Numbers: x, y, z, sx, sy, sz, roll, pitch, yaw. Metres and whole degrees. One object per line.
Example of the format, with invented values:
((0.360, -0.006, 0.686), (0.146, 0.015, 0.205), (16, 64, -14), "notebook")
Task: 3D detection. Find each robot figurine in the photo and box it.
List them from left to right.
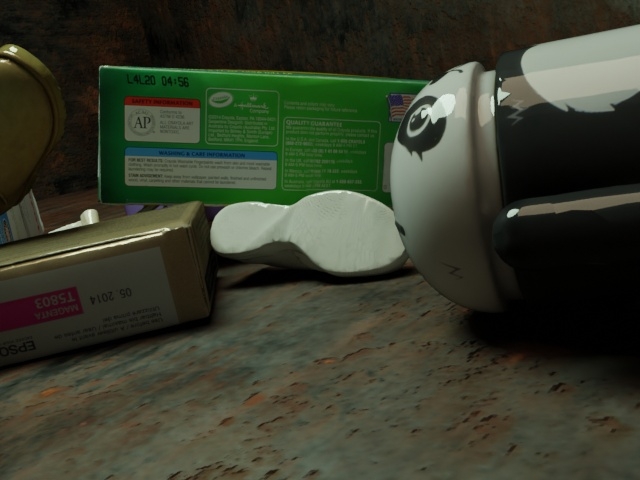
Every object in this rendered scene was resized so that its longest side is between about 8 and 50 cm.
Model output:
((0.181, -0.046, 0.438), (0.278, 0.174, 0.209), (-7, -20, 22), "robot figurine")

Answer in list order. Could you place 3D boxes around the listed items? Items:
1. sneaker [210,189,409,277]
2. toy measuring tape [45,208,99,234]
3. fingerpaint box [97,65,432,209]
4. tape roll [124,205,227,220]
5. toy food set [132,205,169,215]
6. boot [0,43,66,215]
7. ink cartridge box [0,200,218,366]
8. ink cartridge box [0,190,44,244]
((0.000, 0.000, 0.705), (0.212, 0.080, 0.094), (5, -14, 30), "sneaker")
((-0.454, 0.012, 0.903), (0.330, 0.121, 0.121), (-20, 11, -1), "toy measuring tape")
((-0.051, -0.142, 0.978), (0.444, 0.163, 0.371), (1, 9, -8), "fingerpaint box")
((-0.268, -0.072, 1.320), (0.188, 0.080, 0.189), (-11, 11, 2), "tape roll")
((-0.248, 0.001, 0.977), (0.128, 0.071, 0.218), (-36, 11, -4), "toy food set")
((-0.354, -0.027, 0.663), (0.236, 0.089, 0.270), (-56, 7, 45), "boot")
((-0.221, 0.036, 0.673), (0.234, 0.088, 0.193), (-12, 11, -3), "ink cartridge box")
((-0.582, -0.082, 1.141), (0.166, 0.286, 0.395), (-14, 10, -12), "ink cartridge box")
